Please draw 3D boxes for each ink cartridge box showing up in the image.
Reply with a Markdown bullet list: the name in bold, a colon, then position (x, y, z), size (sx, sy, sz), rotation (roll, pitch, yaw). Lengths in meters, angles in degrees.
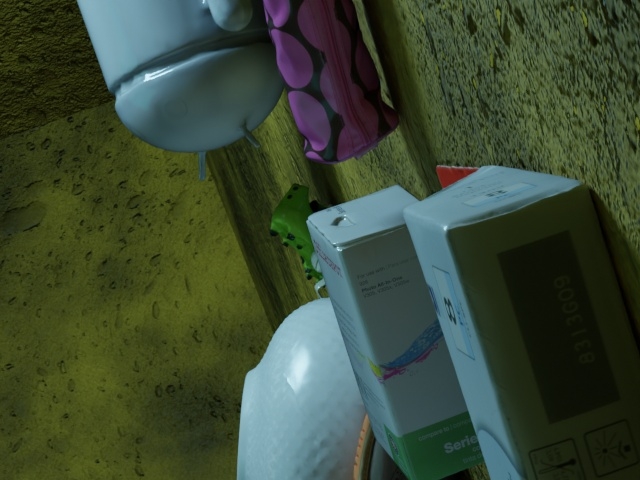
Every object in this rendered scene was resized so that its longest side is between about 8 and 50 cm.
- **ink cartridge box**: position (0.070, 0.074, 1.564), size (0.154, 0.093, 0.212), rotation (-136, 25, -76)
- **ink cartridge box**: position (0.123, 0.110, 1.185), size (0.385, 0.091, 0.308), rotation (-156, 46, -81)

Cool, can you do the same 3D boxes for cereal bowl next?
- **cereal bowl**: position (-0.015, 0.223, 2.062), size (0.339, 0.141, 0.339), rotation (4, -90, -88)

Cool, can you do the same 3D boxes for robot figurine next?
- **robot figurine**: position (-0.159, -0.250, 2.116), size (0.300, 0.199, 0.353), rotation (-30, 79, 65)

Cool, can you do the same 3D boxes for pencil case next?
- **pencil case**: position (0.000, -0.161, 1.470), size (0.098, 0.095, 0.209), rotation (27, 141, 59)

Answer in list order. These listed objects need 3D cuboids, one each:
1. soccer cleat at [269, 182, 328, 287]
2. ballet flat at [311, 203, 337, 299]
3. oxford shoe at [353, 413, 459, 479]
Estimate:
- **soccer cleat**: position (0.000, 0.000, 2.207), size (0.060, 0.072, 0.179), rotation (15, 158, 32)
- **ballet flat**: position (0.016, 0.036, 2.157), size (0.057, 0.052, 0.168), rotation (-117, 10, -56)
- **oxford shoe**: position (0.127, 0.312, 1.889), size (0.132, 0.130, 0.364), rotation (7, 114, 47)
